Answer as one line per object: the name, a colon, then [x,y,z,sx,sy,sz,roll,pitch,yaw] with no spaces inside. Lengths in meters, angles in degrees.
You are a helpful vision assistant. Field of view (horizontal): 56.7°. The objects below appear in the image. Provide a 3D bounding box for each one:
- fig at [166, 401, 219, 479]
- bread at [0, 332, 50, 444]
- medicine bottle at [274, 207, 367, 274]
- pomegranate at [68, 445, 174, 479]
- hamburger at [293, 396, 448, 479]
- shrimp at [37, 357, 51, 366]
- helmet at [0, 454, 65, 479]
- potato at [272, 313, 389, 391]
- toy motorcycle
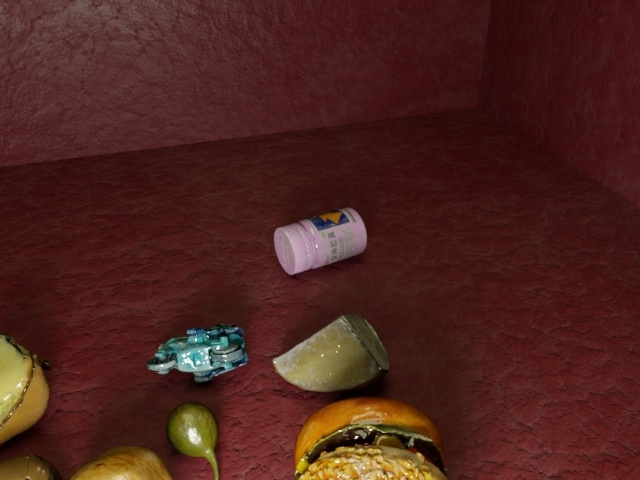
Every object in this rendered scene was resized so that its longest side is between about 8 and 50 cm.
fig: [-0.276,0.483,1.377,0.124,0.124,0.236,-18,50,-26]
bread: [-0.775,0.391,1.475,0.204,0.162,0.262,29,84,36]
medicine bottle: [0.000,0.000,2.077,0.290,0.178,0.178,-16,35,-25]
pomegranate: [-0.410,0.531,1.181,0.248,0.248,0.248,0,32,0]
hamburger: [0.099,0.487,1.160,0.330,0.330,0.250,-2,33,-2]
shrimp: [-0.820,0.354,1.659,0.127,0.025,0.091,1,32,11]
helmet: [-0.650,0.539,1.261,0.198,0.130,0.224,-6,31,-14]
potato: [0.041,0.338,1.617,0.264,0.211,0.189,-33,75,8]
toy motorcycle: [-0.334,0.305,1.636,0.260,0.154,0.206,-7,9,-3]
